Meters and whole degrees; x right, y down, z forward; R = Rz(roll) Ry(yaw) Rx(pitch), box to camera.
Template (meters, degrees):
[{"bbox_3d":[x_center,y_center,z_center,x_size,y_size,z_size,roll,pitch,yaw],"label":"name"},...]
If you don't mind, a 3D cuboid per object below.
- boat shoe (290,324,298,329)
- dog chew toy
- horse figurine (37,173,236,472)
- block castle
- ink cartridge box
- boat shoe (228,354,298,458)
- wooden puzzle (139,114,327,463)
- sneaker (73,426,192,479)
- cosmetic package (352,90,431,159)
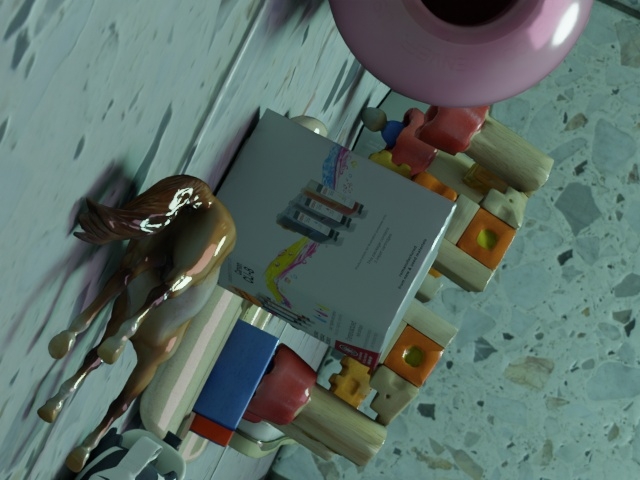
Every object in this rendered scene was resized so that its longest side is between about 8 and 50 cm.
[{"bbox_3d":[0.062,0.044,2.092,0.257,0.095,0.095,-38,-141,9],"label":"boat shoe"},{"bbox_3d":[0.106,-0.215,1.280,0.332,0.206,0.206,-90,-155,-82],"label":"dog chew toy"},{"bbox_3d":[-0.108,0.033,0.986,0.174,0.066,0.263,-54,173,-32],"label":"horse figurine"},{"bbox_3d":[0.054,0.033,1.884,0.453,0.213,0.303,-57,-174,-10],"label":"block castle"},{"bbox_3d":[0.000,0.000,1.302,0.127,0.176,0.128,-60,173,-16],"label":"ink cartridge box"},{"bbox_3d":[-0.053,0.211,2.150,0.103,0.113,0.302,-59,175,10],"label":"boat shoe"},{"bbox_3d":[-0.063,0.071,1.547,0.322,0.080,0.348,-63,175,-12],"label":"wooden puzzle"},{"bbox_3d":[-0.157,0.228,1.265,0.153,0.094,0.235,-52,160,-25],"label":"sneaker"},{"bbox_3d":[0.125,-0.132,2.215,0.238,0.127,0.107,-58,173,-64],"label":"cosmetic package"}]
